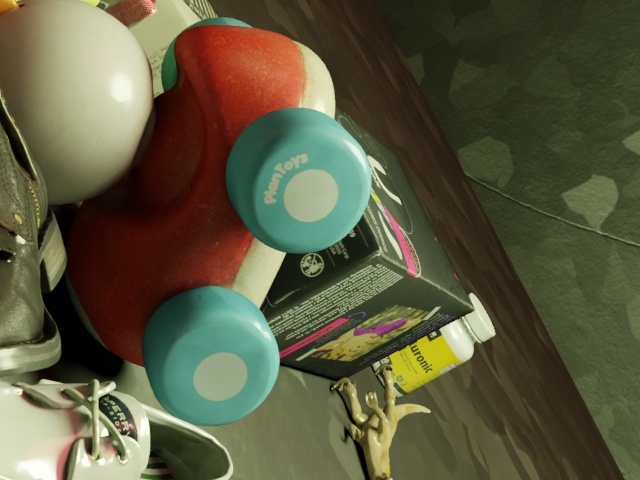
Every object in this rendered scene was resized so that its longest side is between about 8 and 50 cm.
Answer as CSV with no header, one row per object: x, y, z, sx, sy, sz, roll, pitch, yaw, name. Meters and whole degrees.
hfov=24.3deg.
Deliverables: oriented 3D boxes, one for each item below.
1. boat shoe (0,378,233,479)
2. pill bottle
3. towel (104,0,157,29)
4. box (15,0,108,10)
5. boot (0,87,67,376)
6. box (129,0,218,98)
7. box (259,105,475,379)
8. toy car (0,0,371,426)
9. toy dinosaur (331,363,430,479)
-0.116,0.093,0.693,0.083,0.075,0.226,64,13,20,boat shoe
0.109,0.100,1.454,0.065,0.116,0.065,55,13,-19,pill bottle
-0.197,-0.219,1.009,0.197,0.029,0.144,55,-30,-13,towel
-0.215,-0.160,0.862,0.058,0.087,0.232,60,14,12,box
-0.175,-0.066,0.634,0.263,0.091,0.229,-112,-168,-73,boot
-0.176,-0.223,1.130,0.275,0.094,0.113,57,13,-13,box
0.000,0.000,1.198,0.165,0.143,0.270,65,13,18,box
-0.131,-0.047,0.829,0.238,0.210,0.219,20,17,-24,toy car
0.049,0.158,1.286,0.183,0.053,0.093,-57,132,-68,toy dinosaur
